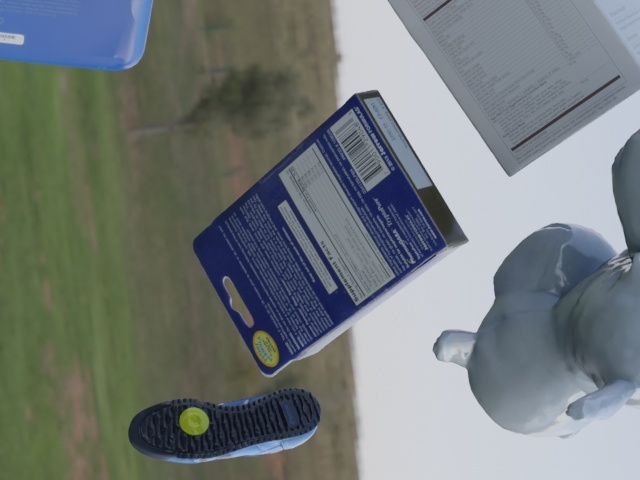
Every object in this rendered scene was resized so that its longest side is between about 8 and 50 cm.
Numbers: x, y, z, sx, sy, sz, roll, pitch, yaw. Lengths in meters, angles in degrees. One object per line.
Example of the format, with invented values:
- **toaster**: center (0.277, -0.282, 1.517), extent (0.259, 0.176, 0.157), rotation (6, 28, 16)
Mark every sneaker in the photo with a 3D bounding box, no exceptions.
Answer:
- **sneaker**: center (-0.103, 0.205, 1.627), extent (0.082, 0.209, 0.069), rotation (124, -44, -58)

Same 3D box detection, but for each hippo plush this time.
- **hippo plush**: center (0.234, 0.083, 1.133), extent (0.236, 0.234, 0.294), rotation (-31, -149, 53)

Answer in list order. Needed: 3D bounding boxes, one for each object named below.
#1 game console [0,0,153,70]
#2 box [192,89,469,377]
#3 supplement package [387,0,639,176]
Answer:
- **game console**: center (-0.289, -0.307, 1.369), extent (0.250, 0.293, 0.173), rotation (109, -18, -46)
- **box**: center (0.000, 0.000, 1.203), extent (0.225, 0.036, 0.136), rotation (-38, -103, 38)
- **supplement package**: center (0.147, -0.196, 1.188), extent (0.244, 0.139, 0.134), rotation (56, 28, 1)
